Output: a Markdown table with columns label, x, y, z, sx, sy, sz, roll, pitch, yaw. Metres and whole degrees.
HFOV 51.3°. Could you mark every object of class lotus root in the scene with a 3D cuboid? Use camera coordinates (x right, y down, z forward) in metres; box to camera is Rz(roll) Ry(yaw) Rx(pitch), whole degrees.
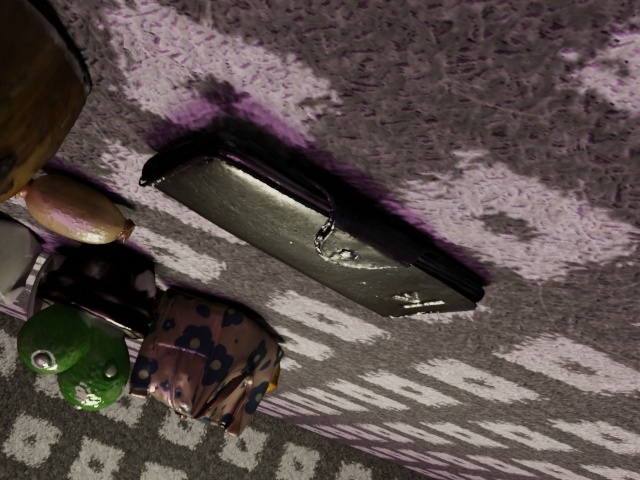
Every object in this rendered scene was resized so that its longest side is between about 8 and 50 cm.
| label | x | y | z | sx | sy | sz | roll | pitch | yaw |
| --- | --- | --- | --- | --- | --- | --- | --- | --- | --- |
| lotus root | -0.312 | -0.106 | 0.470 | 0.272 | 0.192 | 0.272 | 11 | 161 | 4 |
| lotus root | -0.291 | -0.036 | 0.776 | 0.150 | 0.062 | 0.073 | 25 | 159 | -17 |

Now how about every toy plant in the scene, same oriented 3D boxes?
| label | x | y | z | sx | sy | sz | roll | pitch | yaw |
| --- | --- | --- | --- | --- | --- | --- | --- | --- | --- |
| toy plant | -0.343 | 0.127 | 0.997 | 0.175 | 0.235 | 0.218 | 13 | 159 | 23 |

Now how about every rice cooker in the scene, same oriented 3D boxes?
| label | x | y | z | sx | sy | sz | roll | pitch | yaw |
| --- | --- | --- | --- | --- | --- | --- | --- | --- | --- |
| rice cooker | -0.438 | 0.101 | 1.159 | 0.127 | 0.145 | 0.206 | 15 | 166 | -15 |

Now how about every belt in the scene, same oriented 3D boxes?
| label | x | y | z | sx | sy | sz | roll | pitch | yaw |
| --- | --- | --- | --- | --- | --- | --- | --- | --- | --- |
| belt | -0.629 | -0.019 | 1.070 | 0.339 | 0.122 | 0.217 | 32 | 159 | -25 |

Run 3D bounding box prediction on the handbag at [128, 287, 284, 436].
| label | x | y | z | sx | sy | sz | roll | pitch | yaw |
| --- | --- | --- | --- | --- | --- | --- | --- | --- | --- |
| handbag | -0.193 | 0.221 | 1.156 | 0.190 | 0.193 | 0.251 | 16 | 159 | 22 |

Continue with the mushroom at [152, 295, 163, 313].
| label | x | y | z | sx | sy | sz | roll | pitch | yaw |
| --- | --- | --- | --- | --- | --- | --- | --- | --- | --- |
| mushroom | -0.327 | 0.129 | 1.201 | 0.123 | 0.052 | 0.123 | -4 | -179 | 0 |

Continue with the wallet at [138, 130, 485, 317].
| label | x | y | z | sx | sy | sz | roll | pitch | yaw |
| --- | --- | --- | --- | --- | --- | --- | --- | --- | --- |
| wallet | 0.000 | 0.000 | 0.621 | 0.318 | 0.045 | 0.172 | 30 | 159 | -29 |

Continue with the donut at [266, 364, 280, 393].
| label | x | y | z | sx | sy | sz | roll | pitch | yaw |
| --- | --- | --- | --- | --- | --- | --- | --- | --- | --- |
| donut | -0.163 | 0.252 | 1.381 | 0.174 | 0.074 | 0.190 | 18 | 160 | 6 |
